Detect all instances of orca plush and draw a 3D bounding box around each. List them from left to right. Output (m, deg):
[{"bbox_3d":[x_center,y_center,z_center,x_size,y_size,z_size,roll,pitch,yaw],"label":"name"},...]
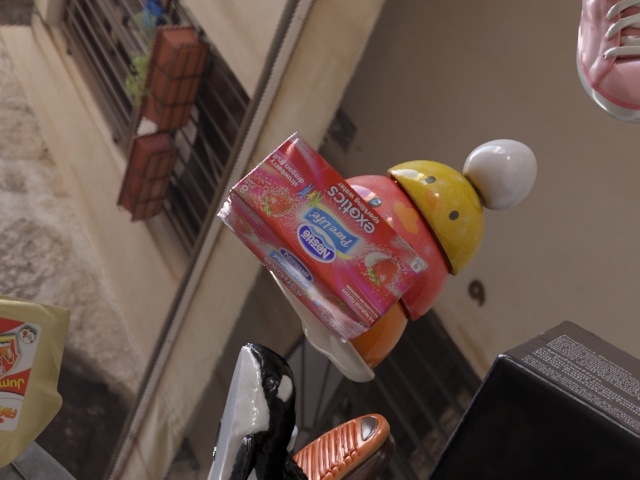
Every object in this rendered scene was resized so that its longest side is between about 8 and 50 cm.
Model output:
[{"bbox_3d":[-0.050,0.248,0.747,0.102,0.287,0.151,13,-28,-12],"label":"orca plush"}]

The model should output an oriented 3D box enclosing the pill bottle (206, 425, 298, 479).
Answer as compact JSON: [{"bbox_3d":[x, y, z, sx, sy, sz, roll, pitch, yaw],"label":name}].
[{"bbox_3d":[-0.104,0.353,1.129,0.117,0.117,0.208,9,-78,-47],"label":"pill bottle"}]

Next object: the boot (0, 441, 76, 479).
[{"bbox_3d":[-0.411,0.292,0.964,0.190,0.208,0.076,-31,-5,-43],"label":"boot"}]

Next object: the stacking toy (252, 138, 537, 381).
[{"bbox_3d":[0.147,-0.025,1.326,0.480,0.350,0.350,-35,-32,-1],"label":"stacking toy"}]

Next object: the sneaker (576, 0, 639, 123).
[{"bbox_3d":[0.168,-0.132,0.431,0.051,0.134,0.070,0,-33,9],"label":"sneaker"}]

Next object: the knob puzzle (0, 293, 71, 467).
[{"bbox_3d":[-0.348,0.144,0.759,0.213,0.213,0.030,-17,-5,-25],"label":"knob puzzle"}]

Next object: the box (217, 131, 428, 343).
[{"bbox_3d":[0.000,0.000,1.068,0.128,0.257,0.122,-44,0,-23],"label":"box"}]

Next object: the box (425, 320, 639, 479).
[{"bbox_3d":[0.290,0.390,1.023,0.480,0.297,0.472,-63,-24,11],"label":"box"}]

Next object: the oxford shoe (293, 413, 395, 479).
[{"bbox_3d":[-0.017,0.364,0.973,0.363,0.133,0.130,-49,6,13],"label":"oxford shoe"}]
